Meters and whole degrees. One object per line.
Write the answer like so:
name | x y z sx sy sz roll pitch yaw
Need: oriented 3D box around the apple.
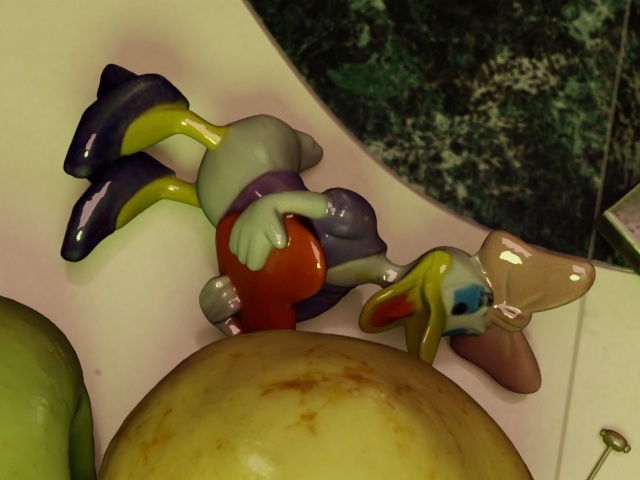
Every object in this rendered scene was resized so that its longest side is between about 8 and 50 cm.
apple | -0.281 0.163 1.126 0.279 0.279 0.279 1 75 -5

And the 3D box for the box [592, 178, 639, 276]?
box | 0.410 -0.054 1.359 0.325 0.047 0.180 -40 83 -13

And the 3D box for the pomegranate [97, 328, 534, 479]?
pomegranate | 0.002 0.235 1.091 0.342 0.342 0.342 1 75 -5

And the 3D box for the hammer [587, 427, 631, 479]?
hammer | 0.212 0.208 1.287 0.029 0.014 0.123 32 77 13

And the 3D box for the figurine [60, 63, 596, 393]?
figurine | -0.006 0.000 1.257 0.421 0.154 0.193 30 39 11
